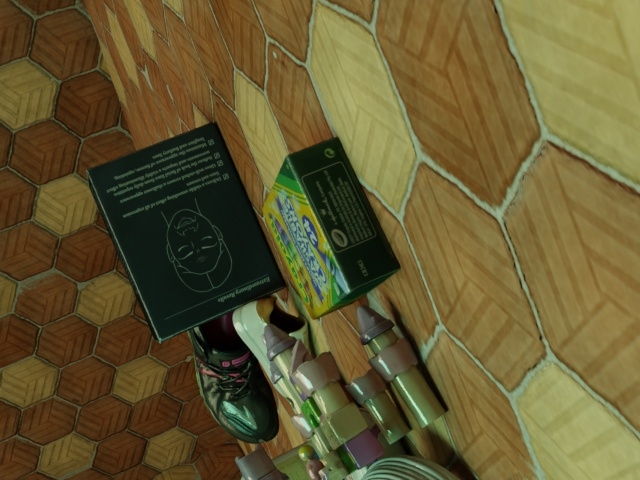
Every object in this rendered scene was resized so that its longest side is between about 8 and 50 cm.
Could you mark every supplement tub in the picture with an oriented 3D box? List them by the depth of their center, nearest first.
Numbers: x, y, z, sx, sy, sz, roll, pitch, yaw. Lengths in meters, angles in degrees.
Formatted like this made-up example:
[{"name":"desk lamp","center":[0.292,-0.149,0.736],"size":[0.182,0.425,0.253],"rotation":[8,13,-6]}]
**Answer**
[{"name":"supplement tub","center":[-0.063,0.479,1.642],"size":[0.144,0.200,0.144],"rotation":[59,164,27]}]

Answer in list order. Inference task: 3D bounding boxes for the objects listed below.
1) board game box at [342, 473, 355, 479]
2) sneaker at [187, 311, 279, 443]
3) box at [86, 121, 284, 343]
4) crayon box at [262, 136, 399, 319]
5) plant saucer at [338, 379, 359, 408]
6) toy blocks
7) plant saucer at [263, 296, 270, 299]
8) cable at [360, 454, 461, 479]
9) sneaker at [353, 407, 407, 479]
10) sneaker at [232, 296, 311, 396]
[{"name":"board game box","center":[0.046,0.402,1.628],"size":[0.146,0.045,0.193],"rotation":[69,165,-9]},{"name":"sneaker","center":[-0.236,0.313,2.214],"size":[0.482,0.185,0.202],"rotation":[68,169,-11]},{"name":"box","center":[-0.301,-0.013,1.919],"size":[0.395,0.294,0.212],"rotation":[67,166,0]},{"name":"crayon box","center":[0.000,0.000,1.301],"size":[0.203,0.083,0.323],"rotation":[65,166,8]},{"name":"plant saucer","center":[0.064,0.399,1.744],"size":[0.259,0.048,0.258],"rotation":[53,160,40]},{"name":"toy blocks","center":[-0.026,0.234,1.293],"size":[0.260,0.309,0.288],"rotation":[57,163,12]},{"name":"plant saucer","center":[-0.137,0.219,2.175],"size":[0.310,0.050,0.310],"rotation":[59,164,30]},{"name":"cable","center":[0.151,0.433,1.267],"size":[0.257,0.089,0.257],"rotation":[39,139,28]},{"name":"sneaker","center":[0.093,0.437,1.476],"size":[0.152,0.114,0.305],"rotation":[-28,83,39]},{"name":"sneaker","center":[-0.055,0.239,1.824],"size":[0.290,0.123,0.106],"rotation":[52,-151,-22]}]
